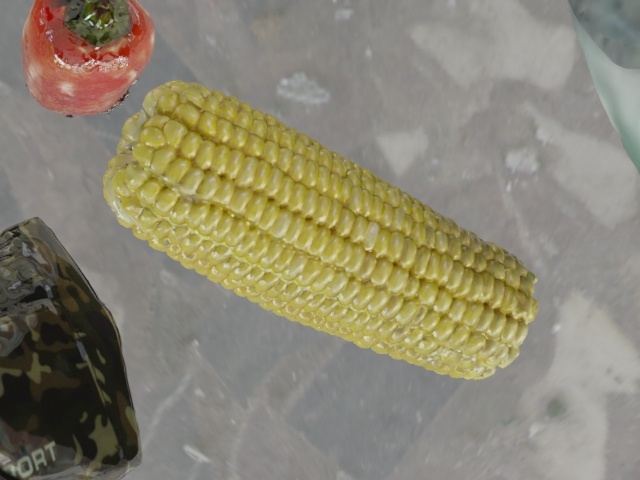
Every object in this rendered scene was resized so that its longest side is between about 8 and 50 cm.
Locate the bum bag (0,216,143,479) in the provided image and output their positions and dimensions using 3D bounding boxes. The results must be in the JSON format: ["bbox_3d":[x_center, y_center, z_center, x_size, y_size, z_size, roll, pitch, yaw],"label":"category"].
[{"bbox_3d":[-0.144,0.069,0.478,0.102,0.069,0.248,40,38,15],"label":"bum bag"}]

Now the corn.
[{"bbox_3d":[0.000,0.000,0.785,0.244,0.093,0.093,28,77,-19],"label":"corn"}]

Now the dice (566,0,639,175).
[{"bbox_3d":[0.340,-0.140,0.813,0.330,0.348,0.328,-28,43,27],"label":"dice"}]

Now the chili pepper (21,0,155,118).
[{"bbox_3d":[-0.161,-0.143,1.014,0.086,0.192,0.084,-36,88,-18],"label":"chili pepper"}]
